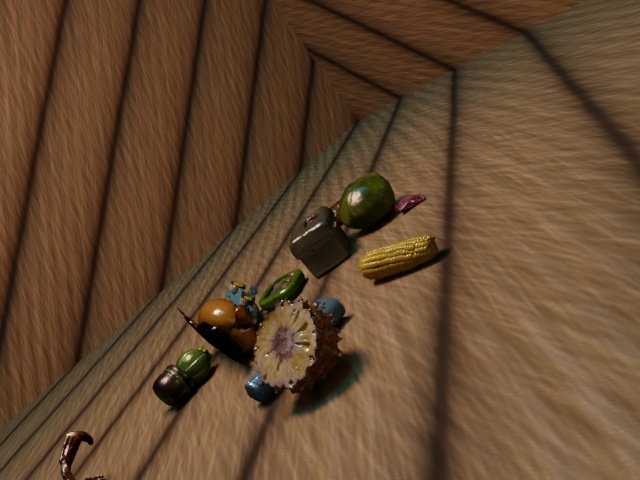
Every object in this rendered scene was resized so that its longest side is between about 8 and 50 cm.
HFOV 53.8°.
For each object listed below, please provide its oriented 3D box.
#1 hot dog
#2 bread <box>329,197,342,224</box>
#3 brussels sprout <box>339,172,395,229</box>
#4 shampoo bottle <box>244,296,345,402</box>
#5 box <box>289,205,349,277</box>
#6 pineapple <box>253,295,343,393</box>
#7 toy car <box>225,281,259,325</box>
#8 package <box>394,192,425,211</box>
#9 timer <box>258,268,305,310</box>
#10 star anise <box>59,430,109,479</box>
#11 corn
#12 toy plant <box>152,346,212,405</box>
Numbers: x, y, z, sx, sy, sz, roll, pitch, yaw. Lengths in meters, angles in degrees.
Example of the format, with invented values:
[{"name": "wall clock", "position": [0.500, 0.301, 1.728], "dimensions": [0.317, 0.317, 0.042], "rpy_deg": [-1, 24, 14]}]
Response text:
[{"name": "hot dog", "position": [-0.244, 0.201, 1.580], "dimensions": [0.107, 0.194, 0.326], "rpy_deg": [-48, 28, -18]}, {"name": "bread", "position": [0.053, -0.095, 2.114], "dimensions": [0.193, 0.064, 0.193], "rpy_deg": [-37, 9, 7]}, {"name": "brussels sprout", "position": [0.135, -0.110, 1.780], "dimensions": [0.180, 0.144, 0.161], "rpy_deg": [-57, -15, -26]}, {"name": "shampoo bottle", "position": [-0.054, 0.220, 1.287], "dimensions": [0.258, 0.061, 0.104], "rpy_deg": [-46, 14, -33]}, {"name": "box", "position": [0.000, 0.000, 1.765], "dimensions": [0.148, 0.129, 0.210], "rpy_deg": [-35, 12, 11]}, {"name": "pineapple", "position": [-0.020, 0.197, 1.156], "dimensions": [0.161, 0.137, 0.176], "rpy_deg": [-14, 64, 38]}, {"name": "toy car", "position": [-0.200, 0.191, 1.735], "dimensions": [0.161, 0.098, 0.126], "rpy_deg": [27, 107, 53]}, {"name": "package", "position": [0.241, -0.104, 1.708], "dimensions": [0.083, 0.029, 0.059], "rpy_deg": [-27, 17, 7]}, {"name": "timer", "position": [-0.105, 0.138, 1.753], "dimensions": [0.128, 0.047, 0.140], "rpy_deg": [-29, 15, 27]}, {"name": "star anise", "position": [-0.521, 0.524, 1.297], "dimensions": [0.237, 0.148, 0.346], "rpy_deg": [-32, 23, 15]}, {"name": "corn", "position": [0.161, 0.037, 1.338], "dimensions": [0.206, 0.067, 0.067], "rpy_deg": [-22, 20, 42]}, {"name": "toy plant", "position": [-0.342, 0.336, 1.594], "dimensions": [0.162, 0.093, 0.093], "rpy_deg": [-45, 15, -31]}]
